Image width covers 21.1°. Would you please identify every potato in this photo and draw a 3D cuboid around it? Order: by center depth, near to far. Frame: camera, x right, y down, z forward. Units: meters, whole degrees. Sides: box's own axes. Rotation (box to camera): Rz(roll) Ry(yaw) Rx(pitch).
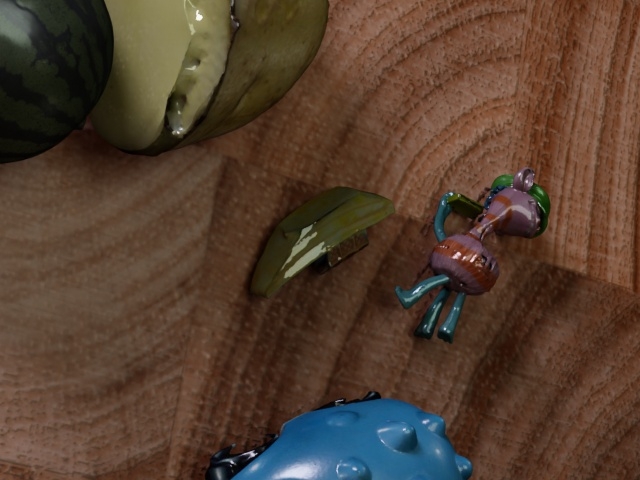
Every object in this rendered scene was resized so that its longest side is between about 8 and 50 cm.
[{"bbox_3d":[-0.099,-0.220,1.560,0.242,0.242,0.285,-7,80,-32],"label":"potato"}]

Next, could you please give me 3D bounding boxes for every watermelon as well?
[{"bbox_3d":[-0.276,-0.166,1.436,0.212,0.212,0.212,7,77,-30],"label":"watermelon"}]

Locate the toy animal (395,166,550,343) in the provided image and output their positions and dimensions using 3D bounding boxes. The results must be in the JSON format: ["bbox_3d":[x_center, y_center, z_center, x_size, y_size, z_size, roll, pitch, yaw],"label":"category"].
[{"bbox_3d":[0.149,0.006,1.745,0.103,0.100,0.208,29,63,19],"label":"toy animal"}]

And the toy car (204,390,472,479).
[{"bbox_3d":[0.030,0.244,1.554,0.255,0.190,0.188,-20,92,-31],"label":"toy car"}]

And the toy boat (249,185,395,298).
[{"bbox_3d":[0.000,0.000,1.661,0.172,0.065,0.066,-33,117,-30],"label":"toy boat"}]
